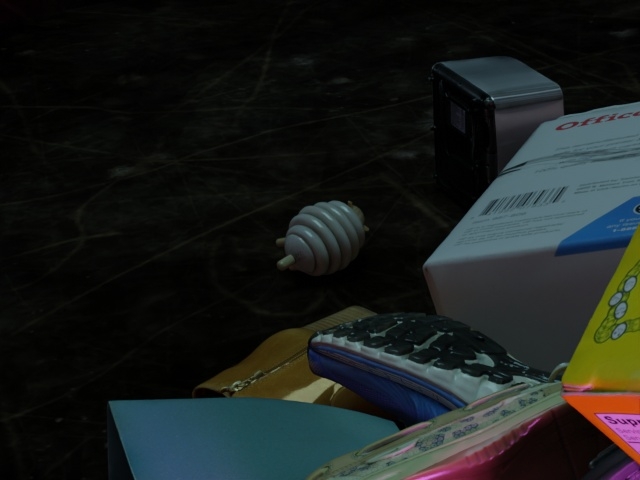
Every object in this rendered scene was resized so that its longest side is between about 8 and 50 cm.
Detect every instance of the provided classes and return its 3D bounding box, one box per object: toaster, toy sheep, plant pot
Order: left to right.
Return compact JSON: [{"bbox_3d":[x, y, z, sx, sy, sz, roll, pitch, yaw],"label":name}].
[{"bbox_3d":[-0.038,0.222,1.331,0.234,0.165,0.165,-5,23,-14],"label":"plant pot"},{"bbox_3d":[0.000,0.000,1.912,0.091,0.091,0.132,19,47,43],"label":"toy sheep"},{"bbox_3d":[0.212,-0.122,2.033,0.110,0.168,0.185,-12,24,-17],"label":"toaster"}]

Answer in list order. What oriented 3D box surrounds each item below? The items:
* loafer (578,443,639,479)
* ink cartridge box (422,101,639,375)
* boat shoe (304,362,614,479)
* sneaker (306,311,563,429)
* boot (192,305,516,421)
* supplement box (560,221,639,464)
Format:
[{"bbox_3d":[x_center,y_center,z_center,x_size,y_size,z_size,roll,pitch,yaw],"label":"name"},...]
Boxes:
[{"bbox_3d":[0.260,0.170,1.166,0.303,0.109,0.095,-15,6,-35],"label":"loafer"},{"bbox_3d":[0.315,-0.005,1.688,0.285,0.166,0.395,-8,20,29],"label":"ink cartridge box"},{"bbox_3d":[0.125,0.149,1.207,0.285,0.104,0.089,-15,28,-18],"label":"boat shoe"},{"bbox_3d":[0.118,0.163,1.411,0.330,0.147,0.130,25,21,32],"label":"sneaker"},{"bbox_3d":[0.035,0.154,1.558,0.211,0.104,0.295,-30,30,-32],"label":"boot"},{"bbox_3d":[0.358,0.113,1.058,0.194,0.356,0.195,-3,52,54],"label":"supplement box"}]
